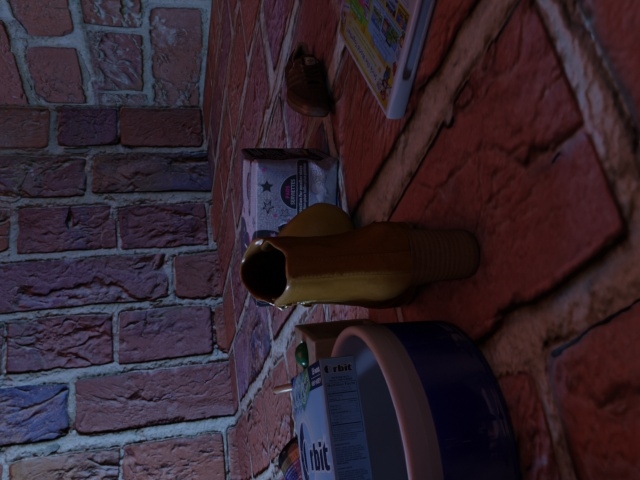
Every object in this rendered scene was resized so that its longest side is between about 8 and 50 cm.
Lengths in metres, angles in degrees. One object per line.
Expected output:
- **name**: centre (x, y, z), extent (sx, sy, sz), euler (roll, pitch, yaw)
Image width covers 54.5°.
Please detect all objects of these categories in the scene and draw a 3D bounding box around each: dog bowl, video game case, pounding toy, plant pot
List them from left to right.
- **plant pot**: centre (0.000, 0.000, 0.930), extent (0.134, 0.134, 0.095), euler (114, 176, -58)
- **pounding toy**: centre (0.015, 0.168, 0.846), extent (0.130, 0.141, 0.100), euler (-169, 77, -74)
- **video game case**: centre (0.078, -0.294, 0.747), extent (0.227, 0.026, 0.206), euler (-110, 23, -43)
- **dog bowl**: centre (0.091, 0.217, 0.650), extent (0.265, 0.104, 0.264), euler (177, 90, -75)

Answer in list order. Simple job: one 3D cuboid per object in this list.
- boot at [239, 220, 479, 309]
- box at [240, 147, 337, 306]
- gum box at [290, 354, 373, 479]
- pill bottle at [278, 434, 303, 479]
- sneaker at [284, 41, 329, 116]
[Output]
- **boot**: centre (0.015, 0.028, 0.687), extent (0.295, 0.211, 0.104), euler (154, 113, -73)
- **box**: centre (-0.061, -0.029, 1.080), extent (0.163, 0.142, 0.247), euler (-136, 44, -68)
- **gum box**: centre (0.010, 0.229, 0.669), extent (0.157, 0.041, 0.184), euler (124, 141, -66)
- **pill bottle**: centre (0.042, 0.347, 0.788), extent (0.219, 0.123, 0.122), euler (59, 150, 35)
- **sneaker**: centre (-0.027, -0.274, 1.049), extent (0.188, 0.066, 0.071), euler (-113, 26, -50)
